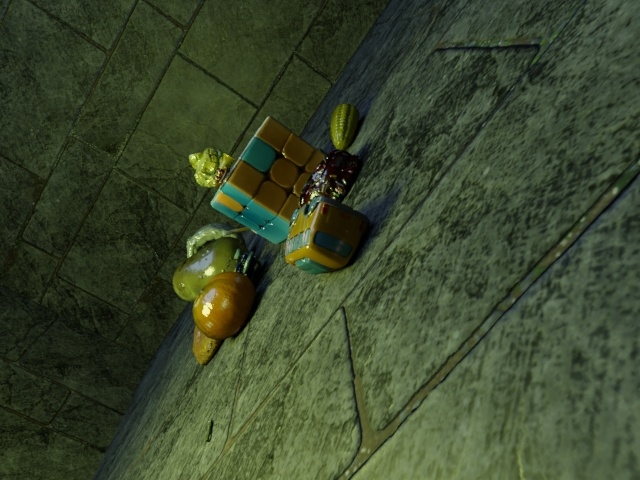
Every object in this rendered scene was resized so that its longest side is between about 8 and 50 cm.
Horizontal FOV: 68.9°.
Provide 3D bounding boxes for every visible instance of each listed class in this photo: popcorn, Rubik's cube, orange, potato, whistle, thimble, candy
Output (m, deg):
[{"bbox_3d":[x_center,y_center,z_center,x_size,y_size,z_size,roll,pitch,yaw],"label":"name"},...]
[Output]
[{"bbox_3d":[-0.373,-0.253,1.615,0.135,0.162,0.142,-2,74,31],"label":"popcorn"},{"bbox_3d":[-0.167,-0.194,1.620,0.291,0.291,0.290,-62,14,-19],"label":"Rubik's cube"},{"bbox_3d":[-0.318,0.209,1.516,0.240,0.171,0.240,-54,14,20],"label":"orange"},{"bbox_3d":[-0.463,0.140,1.967,0.359,0.219,0.270,-31,23,9],"label":"potato"},{"bbox_3d":[-0.298,-0.212,1.449,0.046,0.057,0.109,32,-101,-60],"label":"whistle"},{"bbox_3d":[-0.488,0.060,2.184,0.292,0.291,0.195,-57,13,1],"label":"thimble"},{"bbox_3d":[0.078,-0.386,1.617,0.106,0.094,0.199,-38,29,39],"label":"candy"}]

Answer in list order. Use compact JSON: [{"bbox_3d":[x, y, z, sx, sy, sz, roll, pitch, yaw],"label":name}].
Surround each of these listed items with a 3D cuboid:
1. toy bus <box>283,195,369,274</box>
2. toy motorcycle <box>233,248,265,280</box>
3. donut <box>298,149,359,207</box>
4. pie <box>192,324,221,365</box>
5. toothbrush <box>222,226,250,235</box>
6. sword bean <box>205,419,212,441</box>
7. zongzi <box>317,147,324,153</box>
[{"bbox_3d":[0.000,0.000,0.988,0.209,0.126,0.136,-25,44,66],"label":"toy bus"},{"bbox_3d":[-0.284,0.125,1.724,0.315,0.113,0.169,147,144,-79],"label":"toy motorcycle"},{"bbox_3d":[0.020,-0.166,1.347,0.235,0.089,0.235,-51,14,18],"label":"donut"},{"bbox_3d":[-0.397,0.323,1.721,0.273,0.069,0.273,-40,35,36],"label":"pie"},{"bbox_3d":[-0.320,-0.054,2.063,0.288,0.021,0.024,-15,-44,-52],"label":"toothbrush"},{"bbox_3d":[-0.271,0.463,1.140,0.012,0.012,0.083,-56,12,7],"label":"sword bean"},{"bbox_3d":[-0.002,-0.371,1.961,0.104,0.052,0.113,-25,22,52],"label":"zongzi"}]
